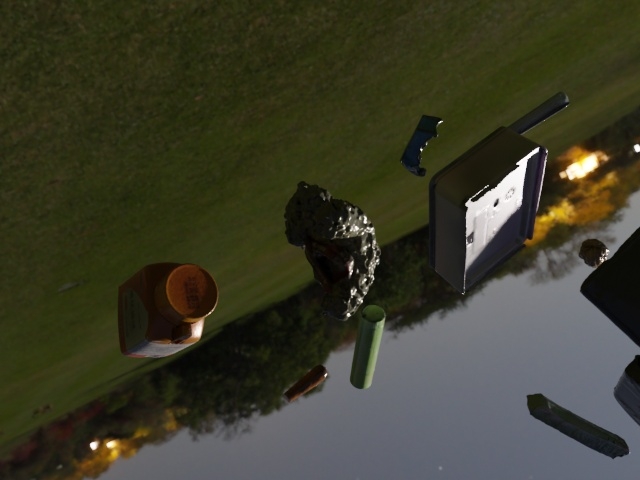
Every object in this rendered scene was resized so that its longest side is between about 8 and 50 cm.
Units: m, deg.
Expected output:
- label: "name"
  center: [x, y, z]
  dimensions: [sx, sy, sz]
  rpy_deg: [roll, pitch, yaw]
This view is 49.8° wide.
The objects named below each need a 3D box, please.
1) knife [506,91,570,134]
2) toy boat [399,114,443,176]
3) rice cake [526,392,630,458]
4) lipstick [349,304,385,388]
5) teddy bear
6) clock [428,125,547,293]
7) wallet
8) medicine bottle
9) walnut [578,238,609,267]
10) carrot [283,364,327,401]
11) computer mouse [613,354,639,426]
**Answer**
- label: "knife"
  center: [0.516, -0.293, 1.769]
  dimensions: [0.266, 0.040, 0.073]
  rpy_deg: [-34, 178, 33]
- label: "toy boat"
  center: [0.250, -0.223, 1.683]
  dimensions: [0.185, 0.077, 0.075]
  rpy_deg: [114, 1, -54]
- label: "rice cake"
  center: [0.442, 0.320, 1.185]
  dimensions: [0.034, 0.211, 0.043]
  rpy_deg: [-54, -163, 26]
- label: "lipstick"
  center: [0.137, 0.319, 2.046]
  dimensions: [0.076, 0.076, 0.304]
  rpy_deg: [-23, 137, -33]
- label: "teddy bear"
  center: [0.000, 0.000, 1.951]
  dimensions: [0.225, 0.357, 0.368]
  rpy_deg: [-27, -147, -34]
- label: "clock"
  center: [0.219, -0.037, 0.914]
  dimensions: [0.147, 0.071, 0.192]
  rpy_deg: [-36, 144, -18]
- label: "wallet"
  center: [0.713, 0.156, 1.289]
  dimensions: [0.228, 0.406, 0.062]
  rpy_deg: [-45, 170, 4]
- label: "medicine bottle"
  center: [-0.283, 0.122, 1.261]
  dimensions: [0.112, 0.149, 0.222]
  rpy_deg: [6, 157, -35]
- label: "walnut"
  center: [0.775, 0.035, 1.955]
  dimensions: [0.083, 0.078, 0.096]
  rpy_deg: [-14, 155, 23]
- label: "carrot"
  center: [-0.026, 0.266, 1.282]
  dimensions: [0.093, 0.032, 0.032]
  rpy_deg: [-36, 180, -19]
- label: "computer mouse"
  center: [0.721, 0.334, 1.461]
  dimensions: [0.100, 0.170, 0.269]
  rpy_deg: [-40, 151, -6]
